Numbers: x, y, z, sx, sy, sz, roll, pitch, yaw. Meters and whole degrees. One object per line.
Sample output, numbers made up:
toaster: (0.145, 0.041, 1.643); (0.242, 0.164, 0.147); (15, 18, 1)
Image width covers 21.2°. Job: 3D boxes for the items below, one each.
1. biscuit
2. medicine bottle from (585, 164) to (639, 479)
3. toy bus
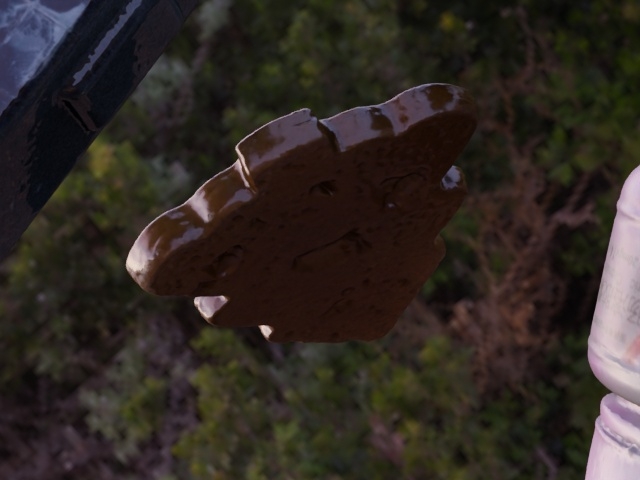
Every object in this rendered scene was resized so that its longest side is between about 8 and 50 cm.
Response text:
biscuit: (-0.001, -0.001, 1.301); (0.278, 0.301, 0.043); (-25, 57, -3)
medicine bottle: (0.335, 0.101, 1.373); (0.241, 0.241, 0.302); (-147, 65, -67)
toy bus: (-0.239, -0.109, 1.102); (0.323, 0.194, 0.162); (-53, -14, -8)
